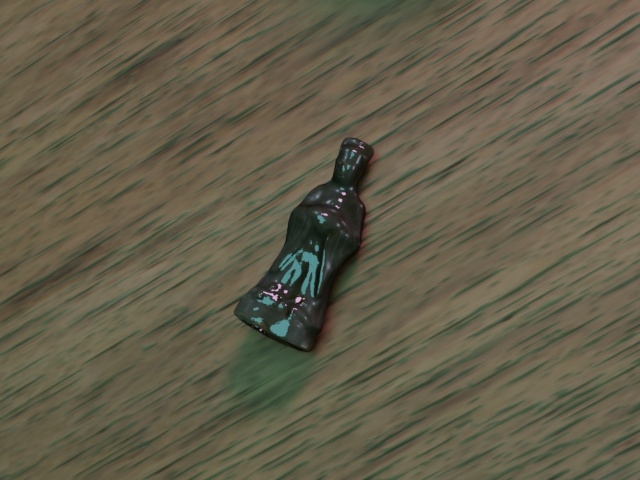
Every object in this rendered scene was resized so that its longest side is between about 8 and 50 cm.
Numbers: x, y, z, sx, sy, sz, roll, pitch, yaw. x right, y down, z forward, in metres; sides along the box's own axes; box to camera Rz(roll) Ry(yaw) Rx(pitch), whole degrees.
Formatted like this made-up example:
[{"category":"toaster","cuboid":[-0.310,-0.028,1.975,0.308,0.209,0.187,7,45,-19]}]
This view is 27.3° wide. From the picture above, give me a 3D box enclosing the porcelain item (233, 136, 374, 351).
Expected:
[{"category":"porcelain item","cuboid":[0.000,0.000,1.297,0.081,0.069,0.215,24,84,24]}]
